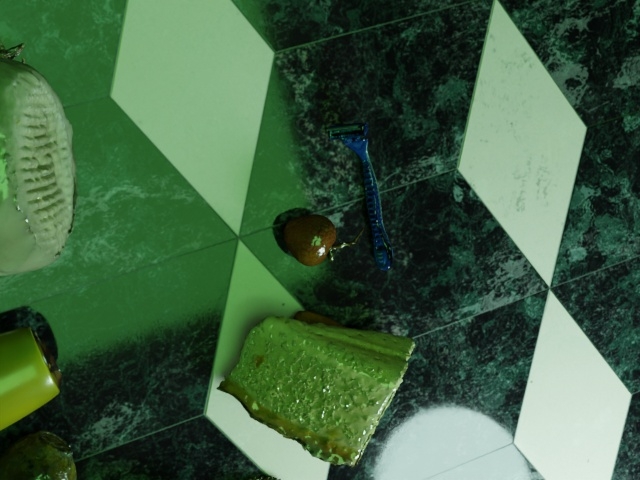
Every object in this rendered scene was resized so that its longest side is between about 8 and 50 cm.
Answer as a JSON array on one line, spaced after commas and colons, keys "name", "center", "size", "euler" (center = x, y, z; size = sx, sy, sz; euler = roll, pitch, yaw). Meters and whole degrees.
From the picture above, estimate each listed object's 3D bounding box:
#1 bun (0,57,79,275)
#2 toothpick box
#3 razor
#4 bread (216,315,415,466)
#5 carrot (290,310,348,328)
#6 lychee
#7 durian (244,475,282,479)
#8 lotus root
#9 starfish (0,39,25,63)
[{"name": "bun", "center": [-0.545, -0.120, 1.505], "size": [0.210, 0.360, 0.360], "euler": [-1, 100, 1]}, {"name": "toothpick box", "center": [-0.610, 0.266, 1.623], "size": [0.271, 0.175, 0.175], "euler": [-25, 106, -17]}, {"name": "razor", "center": [0.103, -0.092, 1.867], "size": [0.056, 0.093, 0.324], "euler": [-38, 118, -47]}, {"name": "bread", "center": [0.010, 0.273, 1.858], "size": [0.315, 0.279, 0.249], "euler": [32, 113, 14]}, {"name": "carrot", "center": [0.043, 0.200, 1.893], "size": [0.256, 0.061, 0.061], "euler": [19, 93, -24]}, {"name": "lychee", "center": [-0.005, -0.002, 1.809], "size": [0.140, 0.101, 0.115], "euler": [17, 81, 19]}, {"name": "durian", "center": [-0.129, 0.583, 1.881], "size": [0.188, 0.091, 0.148], "euler": [-42, 109, -6]}, {"name": "lotus root", "center": [-0.553, 0.495, 1.691], "size": [0.160, 0.152, 0.275], "euler": [21, 91, -12]}, {"name": "starfish", "center": [-0.573, -0.330, 1.607], "size": [0.091, 0.028, 0.078], "euler": [19, 87, -18]}]
